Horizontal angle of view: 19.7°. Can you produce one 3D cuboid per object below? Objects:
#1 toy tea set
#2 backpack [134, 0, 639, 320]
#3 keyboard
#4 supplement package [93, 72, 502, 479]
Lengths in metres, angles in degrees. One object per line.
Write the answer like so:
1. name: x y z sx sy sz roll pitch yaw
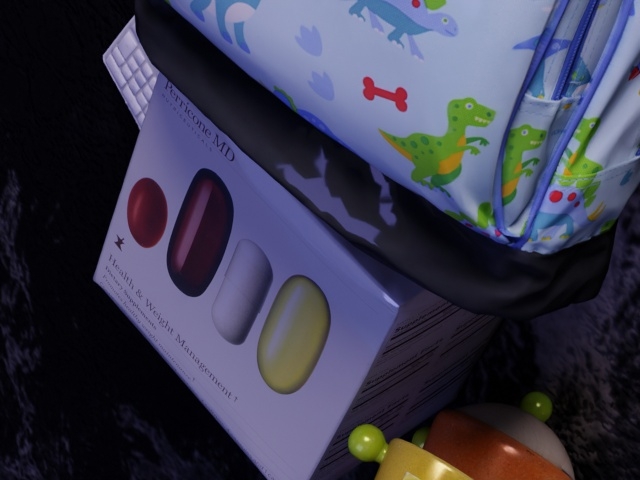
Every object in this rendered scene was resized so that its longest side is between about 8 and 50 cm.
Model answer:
1. toy tea set: 0.175 0.177 1.004 0.336 0.124 0.200 30 170 9
2. backpack: 0.064 -0.176 0.800 0.290 0.273 0.355 42 116 20
3. keyboard: -0.072 -0.144 1.151 0.072 0.014 0.256 57 143 5
4. supplement package: 0.000 0.000 1.051 0.194 0.149 0.203 46 142 18
